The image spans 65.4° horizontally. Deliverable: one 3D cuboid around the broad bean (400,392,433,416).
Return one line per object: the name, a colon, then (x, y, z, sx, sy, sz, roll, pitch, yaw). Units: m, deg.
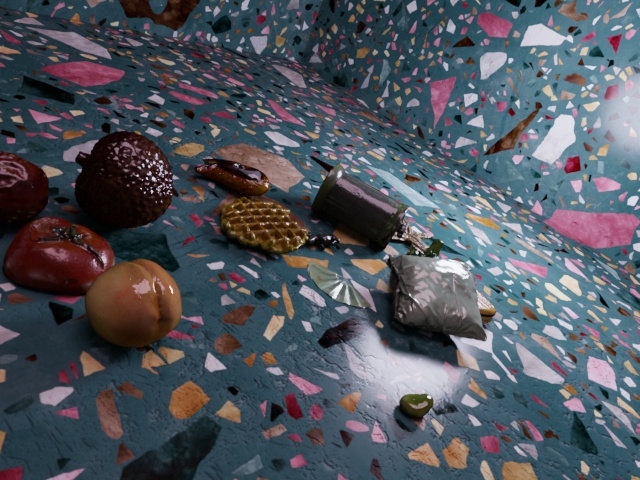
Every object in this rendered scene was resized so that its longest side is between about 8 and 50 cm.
broad bean: (0.227, 0.387, 1.173, 0.083, 0.045, 0.063, 1, 34, -24)

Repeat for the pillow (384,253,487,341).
pillow: (0.349, 0.167, 1.513, 0.310, 0.138, 0.283, 10, 45, -14)

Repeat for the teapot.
teapot: (0.169, -0.126, 1.830, 0.337, 0.200, 0.270, 31, 35, 6)

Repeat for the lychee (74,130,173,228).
lychee: (-0.505, -0.154, 1.295, 0.261, 0.260, 0.260, 19, 29, -11)

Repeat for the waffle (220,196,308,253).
waffle: (-0.174, -0.051, 1.568, 0.282, 0.058, 0.300, 10, 29, -18)

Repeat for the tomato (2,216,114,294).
tomato: (-0.573, 0.017, 1.108, 0.228, 0.101, 0.228, 19, 25, -10)

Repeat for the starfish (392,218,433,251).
starfish: (0.330, -0.027, 1.953, 0.241, 0.043, 0.227, 1, 34, -31)

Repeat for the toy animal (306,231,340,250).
toy animal: (0.000, 0.000, 1.645, 0.136, 0.047, 0.065, -2, 33, -31)

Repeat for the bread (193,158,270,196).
bread: (-0.301, -0.222, 1.747, 0.269, 0.095, 0.139, 13, 25, 7)

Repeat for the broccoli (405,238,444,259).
broccoli: (0.361, 0.063, 1.706, 0.167, 0.160, 0.154, 32, 5, -28)

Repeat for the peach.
peach: (-0.370, 0.129, 1.005, 0.184, 0.184, 0.184, 19, 29, -11)

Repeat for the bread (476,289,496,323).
bread: (0.488, 0.194, 1.668, 0.116, 0.077, 0.200, 0, 35, -36)

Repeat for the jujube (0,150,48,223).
jujube: (-0.757, -0.119, 1.130, 0.251, 0.174, 0.174, -7, 41, -28)

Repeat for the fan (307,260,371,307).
fan: (0.049, 0.135, 1.495, 0.240, 0.009, 0.131, 36, 32, 18)
